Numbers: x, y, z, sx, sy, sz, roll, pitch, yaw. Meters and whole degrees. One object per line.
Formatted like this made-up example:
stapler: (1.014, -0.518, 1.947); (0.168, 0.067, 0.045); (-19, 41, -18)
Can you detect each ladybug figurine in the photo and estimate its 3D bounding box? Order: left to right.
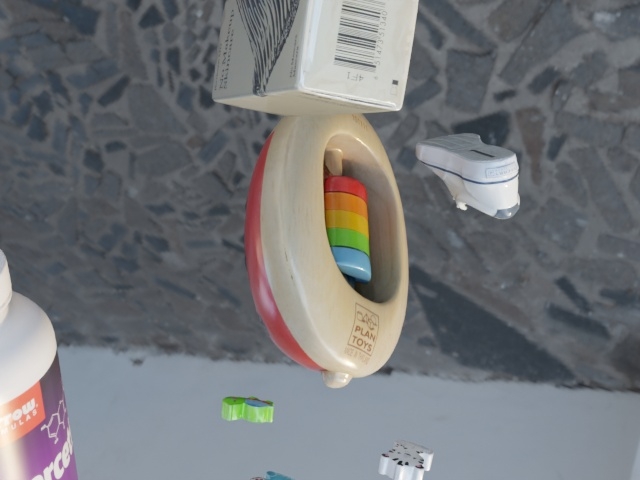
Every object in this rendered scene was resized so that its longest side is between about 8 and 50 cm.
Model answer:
ladybug figurine: (0.000, 0.000, 1.396); (0.162, 0.449, 0.305); (-20, 145, 32)

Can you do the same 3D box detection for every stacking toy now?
stacking toy: (-0.009, 0.251, 0.895); (0.221, 0.052, 0.167); (14, 105, 20)

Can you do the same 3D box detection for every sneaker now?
sneaker: (0.196, -0.090, 1.319); (0.094, 0.258, 0.091); (-11, 107, -8)

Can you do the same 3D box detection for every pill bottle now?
pill bottle: (-0.317, 0.168, 0.850); (0.181, 0.181, 0.323); (12, 120, 23)

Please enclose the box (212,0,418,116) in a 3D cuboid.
box: (-0.016, -0.173, 0.860); (0.094, 0.113, 0.275); (7, -178, -21)
